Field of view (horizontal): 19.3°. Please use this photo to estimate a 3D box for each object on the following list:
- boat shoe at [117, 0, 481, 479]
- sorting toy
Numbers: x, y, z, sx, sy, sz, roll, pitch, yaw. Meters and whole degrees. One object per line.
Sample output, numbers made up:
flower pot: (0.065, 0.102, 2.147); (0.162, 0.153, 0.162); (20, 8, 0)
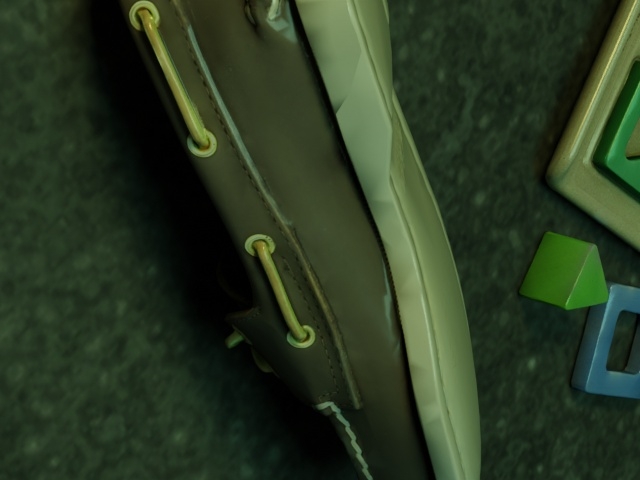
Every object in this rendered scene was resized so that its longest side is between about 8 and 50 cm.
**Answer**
boat shoe: (0.000, 0.000, 0.795); (0.116, 0.096, 0.324); (-87, 163, -53)
sorting toy: (0.216, -0.077, 1.025); (0.196, 0.047, 0.348); (32, 79, -46)
